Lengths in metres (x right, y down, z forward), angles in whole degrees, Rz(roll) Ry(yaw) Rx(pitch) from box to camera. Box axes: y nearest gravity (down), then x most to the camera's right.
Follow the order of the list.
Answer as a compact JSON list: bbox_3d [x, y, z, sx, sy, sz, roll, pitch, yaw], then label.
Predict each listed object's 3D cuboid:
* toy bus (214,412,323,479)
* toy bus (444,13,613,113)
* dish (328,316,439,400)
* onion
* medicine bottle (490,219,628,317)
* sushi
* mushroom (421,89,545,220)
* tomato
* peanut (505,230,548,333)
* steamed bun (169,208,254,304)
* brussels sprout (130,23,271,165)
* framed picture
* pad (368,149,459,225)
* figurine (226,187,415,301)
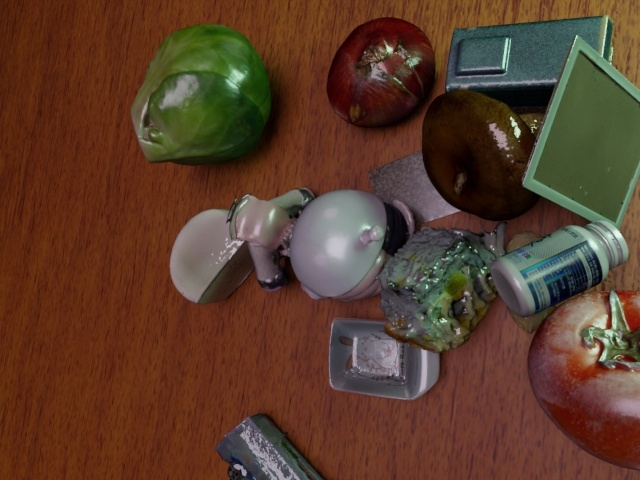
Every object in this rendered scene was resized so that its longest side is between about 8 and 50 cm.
[{"bbox_3d":[-0.090,0.526,1.088,0.317,0.112,0.138,39,98,25],"label":"toy bus"},{"bbox_3d":[0.372,-0.309,0.905,0.275,0.167,0.138,8,88,30],"label":"toy bus"},{"bbox_3d":[0.133,0.241,1.024,0.234,0.064,0.154,0,84,29],"label":"dish"},{"bbox_3d":[0.122,-0.364,1.062,0.248,0.161,0.248,-19,54,28],"label":"onion"},{"bbox_3d":[0.389,0.042,0.809,0.191,0.107,0.107,-25,71,0],"label":"medicine bottle"},{"bbox_3d":[0.224,0.075,0.909,0.274,0.184,0.139,-45,28,-20],"label":"sushi"},{"bbox_3d":[0.296,-0.165,0.892,0.267,0.267,0.254,26,52,23],"label":"mushroom"},{"bbox_3d":[0.466,0.208,0.748,0.270,0.227,0.270,-22,34,16],"label":"tomato"},{"bbox_3d":[0.378,0.075,0.902,0.082,0.082,0.187,-1,82,28],"label":"peanut"},{"bbox_3d":[-0.255,0.025,1.212,0.164,0.146,0.242,45,107,22],"label":"steamed bun"},{"bbox_3d":[-0.283,-0.323,1.183,0.354,0.289,0.281,-33,67,-6],"label":"brussels sprout"},{"bbox_3d":[0.441,-0.154,0.797,0.019,0.296,0.232,24,95,57],"label":"framed picture"},{"bbox_3d":[0.224,-0.117,1.053,0.235,0.003,0.158,-20,75,25],"label":"pad"},{"bbox_3d":[-0.002,0.010,1.041,0.361,0.211,0.253,11,89,30],"label":"figurine"}]
